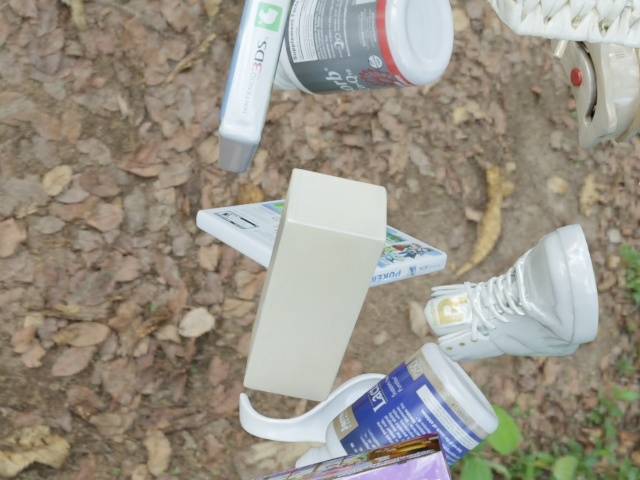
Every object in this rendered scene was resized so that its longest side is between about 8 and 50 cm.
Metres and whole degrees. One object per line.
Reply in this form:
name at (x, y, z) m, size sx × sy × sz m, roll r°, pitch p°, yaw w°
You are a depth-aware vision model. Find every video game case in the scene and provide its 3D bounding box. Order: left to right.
video game case at (-0.030, -0.142, 0.524) m, size 0.023 × 0.212 × 0.193 m, roll 13°, pitch 89°, yaw -7°
video game case at (0.000, 0.000, 1.532) m, size 0.300 × 0.329 × 0.036 m, roll -10°, pitch 117°, yaw -42°

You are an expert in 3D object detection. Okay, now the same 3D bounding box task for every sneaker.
sneaker at (0.197, 0.074, 0.953) m, size 0.292 × 0.169 × 0.108 m, roll 73°, pitch 12°, yaw -66°

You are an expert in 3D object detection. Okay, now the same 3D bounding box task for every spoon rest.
spoon rest at (0.009, 0.284, 1.444) m, size 0.277 × 0.084 × 0.137 m, roll -3°, pitch 115°, yaw -9°

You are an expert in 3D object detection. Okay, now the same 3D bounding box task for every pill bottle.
pill bottle at (0.047, -0.383, 1.665) m, size 0.210 × 0.363 × 0.210 m, roll -3°, pitch 93°, yaw -52°
pill bottle at (0.103, 0.279, 1.239) m, size 0.265 × 0.153 × 0.153 m, roll -40°, pitch 123°, yaw 7°

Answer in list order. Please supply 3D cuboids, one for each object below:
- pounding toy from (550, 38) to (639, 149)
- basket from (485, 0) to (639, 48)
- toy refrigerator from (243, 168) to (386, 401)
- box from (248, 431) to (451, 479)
pounding toy at (0.397, -0.273, 1.360) m, size 0.155 × 0.154 × 0.269 m, roll -11°, pitch 99°, yaw -12°
basket at (0.138, -0.187, 0.489) m, size 0.103 × 0.167 × 0.113 m, roll -1°, pitch 127°, yaw -8°
toy refrigerator at (-0.010, 0.055, 0.973) m, size 0.102 × 0.269 × 0.094 m, roll 11°, pitch 42°, yaw -5°
box at (-0.002, 0.282, 0.973) m, size 0.201 × 0.294 × 0.057 m, roll 48°, pitch 27°, yaw -81°
